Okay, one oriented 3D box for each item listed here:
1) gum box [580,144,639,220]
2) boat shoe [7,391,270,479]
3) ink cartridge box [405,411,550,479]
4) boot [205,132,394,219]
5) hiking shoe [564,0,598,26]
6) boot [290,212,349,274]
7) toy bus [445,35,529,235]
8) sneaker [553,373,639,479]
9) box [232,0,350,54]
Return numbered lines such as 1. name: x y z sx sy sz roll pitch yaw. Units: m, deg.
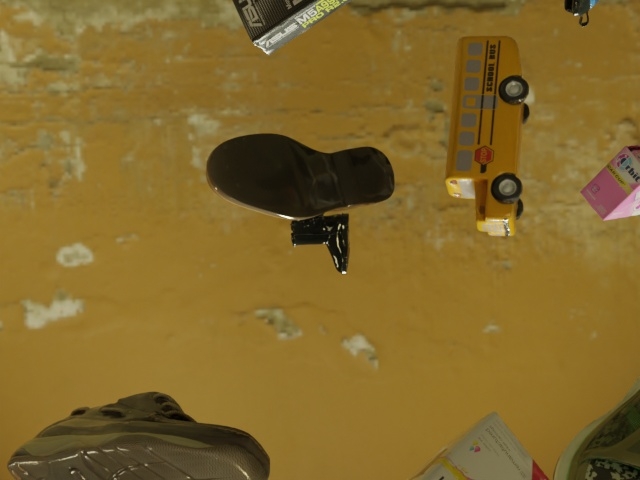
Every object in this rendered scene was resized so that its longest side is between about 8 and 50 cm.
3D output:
1. gum box: 0.512 -0.096 1.559 0.188 0.062 0.107 -8 146 -44
2. boat shoe: -0.199 0.225 1.094 0.355 0.132 0.130 -7 -146 34
3. ink cartridge box: 0.250 0.460 1.634 0.306 0.226 0.131 -28 167 -48
4. boot: -0.043 -0.072 1.307 0.305 0.112 0.115 0 168 -44
5. hiking shoe: 0.342 -0.478 1.554 0.304 0.132 0.113 35 -168 -5
6. boot: 0.000 0.001 1.686 0.099 0.121 0.045 2 -153 6
7. toy bus: 0.288 -0.179 1.684 0.130 0.333 0.108 3 163 14
8. sneaker: 0.349 0.173 0.879 0.410 0.158 0.182 -48 -179 -35
9. box: -0.054 -0.455 1.513 0.216 0.270 0.060 -29 158 15
